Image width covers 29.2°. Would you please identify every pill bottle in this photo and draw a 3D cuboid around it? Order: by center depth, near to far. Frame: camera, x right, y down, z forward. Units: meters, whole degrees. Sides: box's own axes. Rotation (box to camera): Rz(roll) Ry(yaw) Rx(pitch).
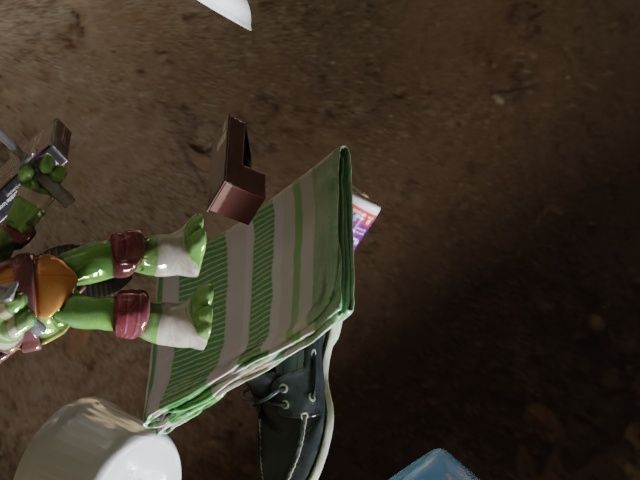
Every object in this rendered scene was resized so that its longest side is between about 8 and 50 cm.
[{"bbox_3d":[0.000,0.000,1.908,0.108,0.108,0.193,29,99,-20],"label":"pill bottle"}]

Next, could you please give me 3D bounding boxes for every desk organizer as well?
[{"bbox_3d":[-0.091,-0.079,1.362,0.050,0.130,0.047,22,125,-18],"label":"desk organizer"}]

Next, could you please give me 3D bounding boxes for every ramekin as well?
[{"bbox_3d":[-0.340,0.395,1.920,0.277,0.135,0.277,-33,131,-50],"label":"ramekin"}]

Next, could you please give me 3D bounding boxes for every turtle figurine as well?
[{"bbox_3d":[-0.228,0.007,1.079,0.266,0.198,0.275,2,104,-15],"label":"turtle figurine"}]

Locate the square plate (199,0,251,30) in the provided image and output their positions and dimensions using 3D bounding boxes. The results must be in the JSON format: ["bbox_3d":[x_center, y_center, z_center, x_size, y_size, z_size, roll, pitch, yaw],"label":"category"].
[{"bbox_3d":[-0.254,-0.491,1.836,0.049,0.347,0.344,-41,70,13],"label":"square plate"}]

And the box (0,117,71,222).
[{"bbox_3d":[-0.330,-0.055,1.296,0.162,0.116,0.029,-42,111,8],"label":"box"}]

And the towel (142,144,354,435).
[{"bbox_3d":[-0.087,0.059,1.408,0.038,0.248,0.325,32,130,-32],"label":"towel"}]

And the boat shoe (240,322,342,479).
[{"bbox_3d":[-0.049,0.177,1.612,0.113,0.127,0.340,25,69,-36],"label":"boat shoe"}]

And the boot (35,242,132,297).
[{"bbox_3d":[-0.311,0.029,1.546,0.198,0.137,0.077,-6,102,16],"label":"boot"}]

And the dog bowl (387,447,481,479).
[{"bbox_3d":[-0.007,0.202,0.636,0.166,0.297,0.074,-28,78,-45],"label":"dog bowl"}]
